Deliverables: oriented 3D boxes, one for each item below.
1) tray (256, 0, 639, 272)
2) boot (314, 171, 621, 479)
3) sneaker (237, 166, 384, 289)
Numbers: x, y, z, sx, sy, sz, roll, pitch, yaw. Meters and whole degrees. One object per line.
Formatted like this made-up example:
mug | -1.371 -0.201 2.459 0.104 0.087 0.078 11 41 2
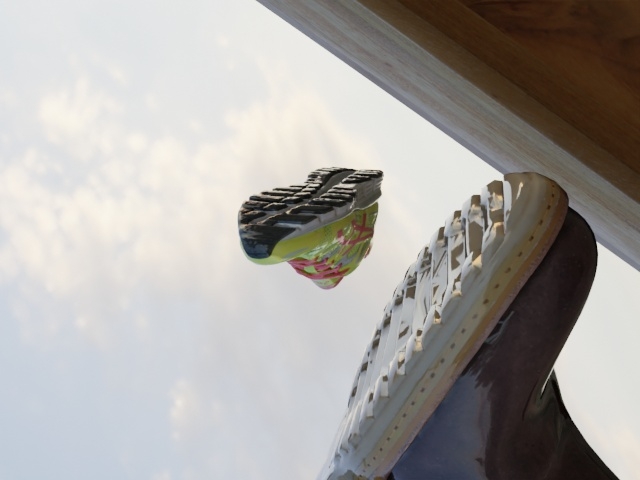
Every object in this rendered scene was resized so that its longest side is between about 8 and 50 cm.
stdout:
tray | 0.153 -0.118 0.732 0.411 0.203 0.076 34 162 -9
boot | 0.101 0.105 0.501 0.207 0.248 0.090 22 -144 -2
sneaker | 0.000 0.000 1.169 0.208 0.081 0.094 -25 -62 -60
